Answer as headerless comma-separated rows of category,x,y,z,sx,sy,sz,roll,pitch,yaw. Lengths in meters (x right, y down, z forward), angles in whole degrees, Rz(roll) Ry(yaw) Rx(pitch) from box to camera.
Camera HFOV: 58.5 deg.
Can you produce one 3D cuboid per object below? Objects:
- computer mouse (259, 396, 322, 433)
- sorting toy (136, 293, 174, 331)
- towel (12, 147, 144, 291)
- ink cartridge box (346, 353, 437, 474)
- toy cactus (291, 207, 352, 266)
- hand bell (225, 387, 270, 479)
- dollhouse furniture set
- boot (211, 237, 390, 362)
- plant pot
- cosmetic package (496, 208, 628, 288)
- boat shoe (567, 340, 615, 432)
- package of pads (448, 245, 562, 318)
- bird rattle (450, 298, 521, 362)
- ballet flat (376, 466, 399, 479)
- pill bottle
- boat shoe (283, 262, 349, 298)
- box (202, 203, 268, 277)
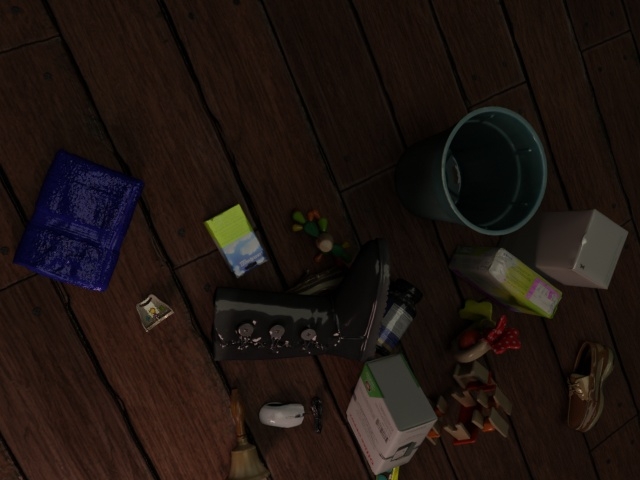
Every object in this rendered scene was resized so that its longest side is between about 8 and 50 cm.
computer mouse,-0.080,0.506,1.645,0.193,0.042,0.106,5,91,-22
sorting toy,-0.440,0.183,1.496,0.083,0.045,0.075,-37,97,-16
towel,-0.590,-0.046,1.410,0.228,0.076,0.308,21,84,-22
ink cartridge box,0.186,0.486,1.591,0.122,0.289,0.211,-12,52,-21
toy cactus,0.000,0.000,1.599,0.112,0.180,0.219,-38,100,4
hand bell,-0.220,0.531,1.575,0.126,0.126,0.242,-7,81,-21
dollhouse furniture set,0.465,0.513,1.763,0.135,0.262,0.259,47,44,-18
boot,-0.059,0.153,1.503,0.445,0.146,0.367,5,108,-6
plant pot,0.403,-0.188,1.661,0.341,0.334,0.341,-1,92,-22
cosmetic package,0.727,0.024,1.779,0.155,0.365,0.197,28,82,-20
boat shoe,0.924,0.505,2.013,0.120,0.122,0.324,28,73,-15
package of pads,0.580,0.129,1.797,0.296,0.229,0.101,33,79,-19
bird rattle,0.503,0.306,1.775,0.207,0.253,0.143,-43,107,10
ballet flat,0.212,0.709,1.759,0.077,0.077,0.231,3,93,-43
pill bottle,0.210,0.227,1.710,0.123,0.123,0.219,40,77,-18
boat shoe,-0.029,0.134,1.644,0.257,0.095,0.095,-17,62,-13
box,-0.231,0.001,1.570,0.109,0.042,0.178,-31,102,-17
